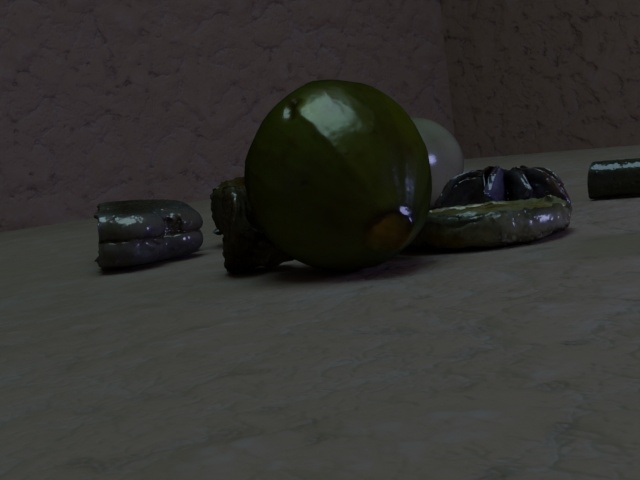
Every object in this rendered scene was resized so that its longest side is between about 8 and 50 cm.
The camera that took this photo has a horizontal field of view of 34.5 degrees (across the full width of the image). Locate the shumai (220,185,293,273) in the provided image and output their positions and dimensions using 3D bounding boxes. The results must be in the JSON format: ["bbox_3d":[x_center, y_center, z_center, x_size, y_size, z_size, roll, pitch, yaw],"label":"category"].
[{"bbox_3d":[-0.095,-0.014,1.418,0.105,0.123,0.139,2,-12,-24],"label":"shumai"}]

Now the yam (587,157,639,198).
[{"bbox_3d":[0.550,-0.111,1.785,0.169,0.068,0.068,-4,7,29],"label":"yam"}]

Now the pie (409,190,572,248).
[{"bbox_3d":[0.216,-0.028,1.442,0.274,0.055,0.274,-6,6,1],"label":"pie"}]

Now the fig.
[{"bbox_3d":[0.033,-0.074,1.289,0.240,0.239,0.271,-10,28,-27],"label":"fig"}]

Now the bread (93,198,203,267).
[{"bbox_3d":[-0.294,-0.018,1.746,0.183,0.101,0.337,-8,7,-11],"label":"bread"}]

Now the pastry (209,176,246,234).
[{"bbox_3d":[-0.065,-0.060,1.820,0.257,0.120,0.236,-2,12,28],"label":"pastry"}]

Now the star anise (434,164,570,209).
[{"bbox_3d":[0.301,-0.078,1.707,0.236,0.093,0.229,0,3,28],"label":"star anise"}]

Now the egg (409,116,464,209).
[{"bbox_3d":[0.182,-0.147,2.007,0.186,0.185,0.242,-4,3,29],"label":"egg"}]
